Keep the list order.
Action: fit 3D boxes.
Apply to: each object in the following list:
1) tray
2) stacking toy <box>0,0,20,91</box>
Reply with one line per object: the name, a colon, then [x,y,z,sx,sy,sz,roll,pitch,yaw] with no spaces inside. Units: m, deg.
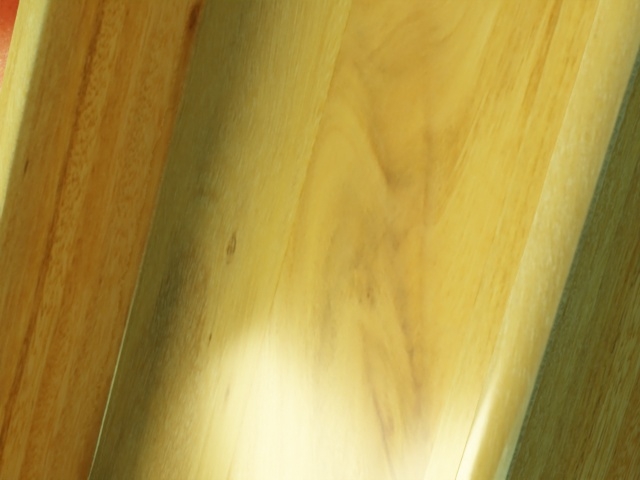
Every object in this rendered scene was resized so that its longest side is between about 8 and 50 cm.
tray: [0.000,0.000,0.466,0.203,0.076,0.410,28,111,40]
stacking toy: [-0.220,-0.126,0.715,0.279,0.130,0.309,43,146,-9]
